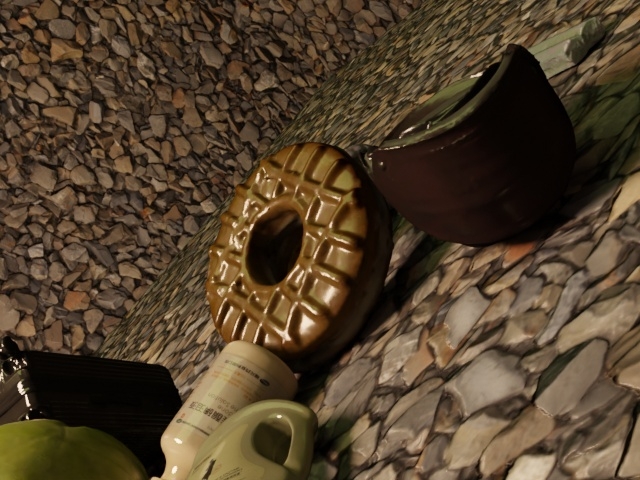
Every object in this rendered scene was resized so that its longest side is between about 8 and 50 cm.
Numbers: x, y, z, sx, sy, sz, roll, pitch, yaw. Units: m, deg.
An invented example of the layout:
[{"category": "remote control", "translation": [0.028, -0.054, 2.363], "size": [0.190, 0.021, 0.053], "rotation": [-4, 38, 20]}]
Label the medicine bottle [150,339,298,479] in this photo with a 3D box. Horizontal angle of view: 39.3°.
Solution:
[{"category": "medicine bottle", "translation": [-0.135, 0.250, 1.111], "size": [0.252, 0.114, 0.114], "rotation": [-55, 15, -27]}]

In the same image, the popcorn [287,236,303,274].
[{"category": "popcorn", "translation": [0.000, 0.000, 1.399], "size": [0.167, 0.152, 0.148], "rotation": [-46, -33, -6]}]

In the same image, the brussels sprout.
[{"category": "brussels sprout", "translation": [-0.359, 0.366, 1.105], "size": [0.242, 0.274, 0.316], "rotation": [5, 49, 47]}]

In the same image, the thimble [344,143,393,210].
[{"category": "thimble", "translation": [0.057, -0.088, 1.503], "size": [0.151, 0.127, 0.118], "rotation": [-33, 1, -43]}]

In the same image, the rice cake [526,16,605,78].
[{"category": "rice cake", "translation": [0.343, -0.279, 1.391], "size": [0.085, 0.040, 0.226], "rotation": [-50, 13, -19]}]

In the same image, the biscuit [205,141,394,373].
[{"category": "biscuit", "translation": [-0.036, 0.022, 1.239], "size": [0.332, 0.103, 0.332], "rotation": [-21, 60, 40]}]

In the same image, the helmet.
[{"category": "helmet", "translation": [0.182, -0.095, 1.026], "size": [0.225, 0.177, 0.305], "rotation": [-37, 4, 10]}]

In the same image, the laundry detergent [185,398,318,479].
[{"category": "laundry detergent", "translation": [-0.076, 0.254, 0.959], "size": [0.181, 0.091, 0.253], "rotation": [-41, 13, 17]}]

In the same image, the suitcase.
[{"category": "suitcase", "translation": [-0.391, 0.284, 1.372], "size": [0.229, 0.152, 0.335], "rotation": [-40, -30, 21]}]
